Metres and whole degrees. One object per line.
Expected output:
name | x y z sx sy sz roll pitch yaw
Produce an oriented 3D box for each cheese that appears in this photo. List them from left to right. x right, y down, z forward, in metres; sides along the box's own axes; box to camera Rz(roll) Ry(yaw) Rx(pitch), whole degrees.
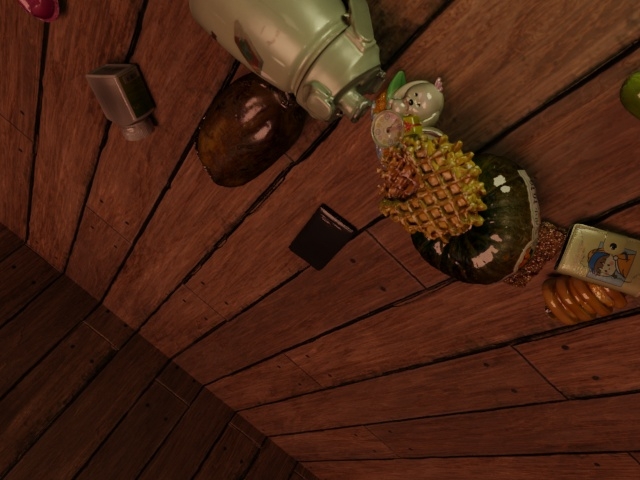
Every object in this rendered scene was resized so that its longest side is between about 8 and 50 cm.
cheese | -0.693 -0.632 1.131 0.244 0.062 0.155 -4 128 37

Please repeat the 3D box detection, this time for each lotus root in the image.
lotus root | -0.168 -0.249 1.052 0.196 0.179 0.397 45 141 -16

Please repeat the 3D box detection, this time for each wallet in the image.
wallet | 0.000 0.000 1.309 0.124 0.025 0.244 37 141 -3
wallet | 0.556 0.036 0.892 0.155 0.039 0.110 18 101 11

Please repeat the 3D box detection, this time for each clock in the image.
clock | 0.178 -0.210 0.877 0.144 0.103 0.231 -6 97 41

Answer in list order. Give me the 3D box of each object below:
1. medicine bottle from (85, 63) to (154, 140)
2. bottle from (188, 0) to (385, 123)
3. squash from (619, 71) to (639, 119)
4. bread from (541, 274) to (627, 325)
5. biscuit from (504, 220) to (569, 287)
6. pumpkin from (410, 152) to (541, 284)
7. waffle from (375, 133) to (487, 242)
medicine bottle | -0.534 -0.377 1.255 0.132 0.088 0.189 12 136 26
bottle | -0.029 -0.360 0.805 0.351 0.229 0.229 42 141 1
squash | 0.546 -0.191 0.700 0.201 0.066 0.066 30 141 -5
bread | 0.565 0.118 0.984 0.119 0.084 0.177 44 136 -12
biscuit | 0.464 0.035 1.006 0.064 0.034 0.199 26 141 8
pumpkin | 0.310 -0.043 0.928 0.260 0.189 0.260 5 98 36
waffle | 0.190 -0.090 0.814 0.197 0.070 0.193 8 124 29
